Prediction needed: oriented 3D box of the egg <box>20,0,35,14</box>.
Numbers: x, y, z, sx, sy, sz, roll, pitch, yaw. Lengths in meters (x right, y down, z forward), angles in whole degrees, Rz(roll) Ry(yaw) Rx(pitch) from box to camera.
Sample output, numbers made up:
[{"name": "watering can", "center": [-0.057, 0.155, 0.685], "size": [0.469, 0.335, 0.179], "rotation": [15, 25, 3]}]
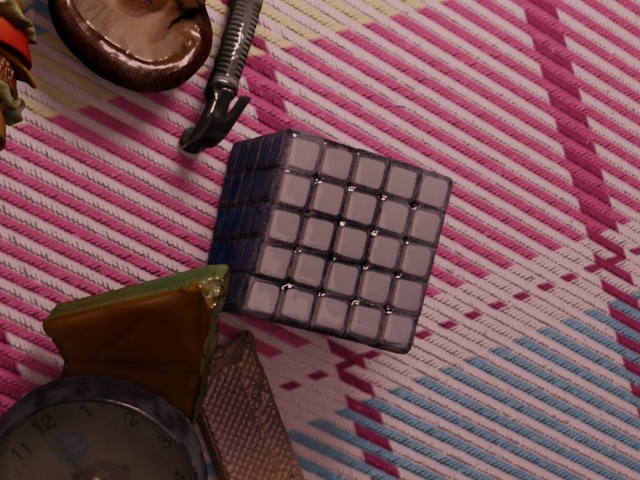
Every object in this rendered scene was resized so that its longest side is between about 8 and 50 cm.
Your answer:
[{"name": "egg", "center": [-0.390, -0.332, 1.507], "size": [0.103, 0.103, 0.135], "rotation": [20, 83, -18]}]

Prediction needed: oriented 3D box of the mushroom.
[{"name": "mushroom", "center": [-0.241, -0.293, 1.554], "size": [0.194, 0.138, 0.231], "rotation": [-11, 83, -5]}]

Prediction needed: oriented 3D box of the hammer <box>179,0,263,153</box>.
[{"name": "hammer", "center": [-0.118, -0.229, 1.595], "size": [0.041, 0.159, 0.226], "rotation": [21, 71, -20]}]

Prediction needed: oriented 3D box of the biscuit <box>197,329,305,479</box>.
[{"name": "biscuit", "center": [-0.103, 0.248, 1.638], "size": [0.108, 0.062, 0.239], "rotation": [-22, 99, -19]}]

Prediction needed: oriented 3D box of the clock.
[{"name": "clock", "center": [-0.280, 0.300, 1.518], "size": [0.280, 0.055, 0.280], "rotation": [0, 110, 0]}]

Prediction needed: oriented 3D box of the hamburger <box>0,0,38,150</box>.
[{"name": "hamburger", "center": [-0.451, -0.223, 1.371], "size": [0.274, 0.274, 0.212], "rotation": [11, 77, -19]}]

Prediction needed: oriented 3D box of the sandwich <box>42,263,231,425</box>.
[{"name": "sandwich", "center": [-0.234, 0.114, 1.501], "size": [0.212, 0.063, 0.245], "rotation": [15, 124, 2]}]

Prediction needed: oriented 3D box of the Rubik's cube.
[{"name": "Rubik's cube", "center": [0.000, 0.000, 1.576], "size": [0.238, 0.237, 0.237], "rotation": [14, 87, -19]}]
